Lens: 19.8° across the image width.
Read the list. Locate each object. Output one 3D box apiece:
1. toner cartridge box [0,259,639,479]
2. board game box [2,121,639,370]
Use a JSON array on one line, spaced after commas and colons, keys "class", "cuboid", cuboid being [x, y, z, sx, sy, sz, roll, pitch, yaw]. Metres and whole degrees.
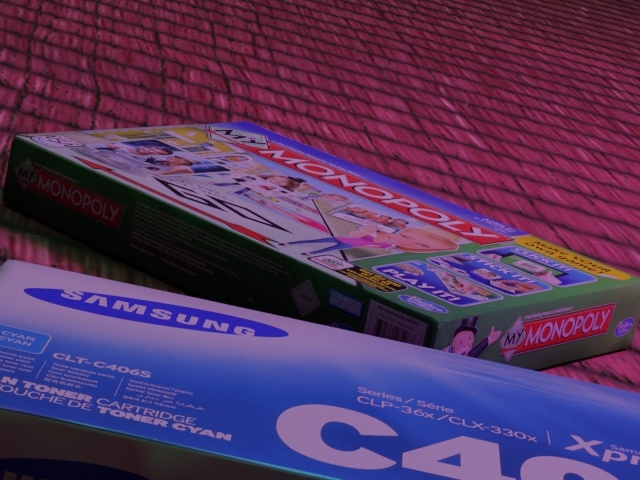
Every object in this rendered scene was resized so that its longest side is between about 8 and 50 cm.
[{"class": "toner cartridge box", "cuboid": [0.028, 0.096, 0.685, 0.347, 0.075, 0.165, 12, 14, 0]}, {"class": "board game box", "cuboid": [0.000, 0.000, 1.066, 0.317, 0.046, 0.213, 23, 19, 35]}]
